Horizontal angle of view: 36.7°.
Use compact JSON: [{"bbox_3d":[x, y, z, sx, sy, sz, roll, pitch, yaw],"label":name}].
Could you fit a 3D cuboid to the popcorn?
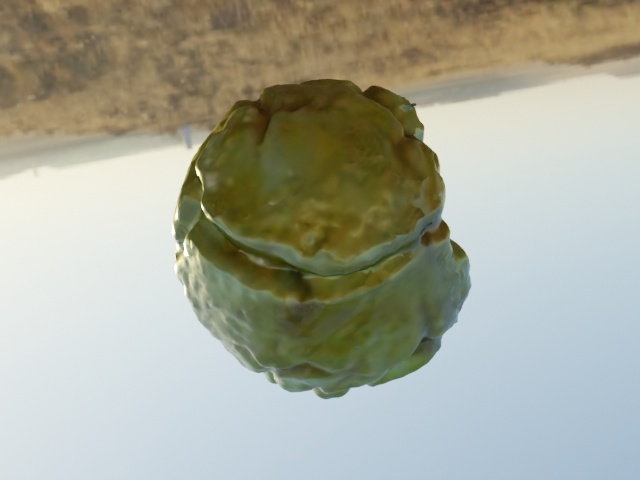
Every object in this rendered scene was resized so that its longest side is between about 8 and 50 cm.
[{"bbox_3d":[0.000,0.000,0.665,0.204,0.221,0.184,-5,-152,2],"label":"popcorn"}]
